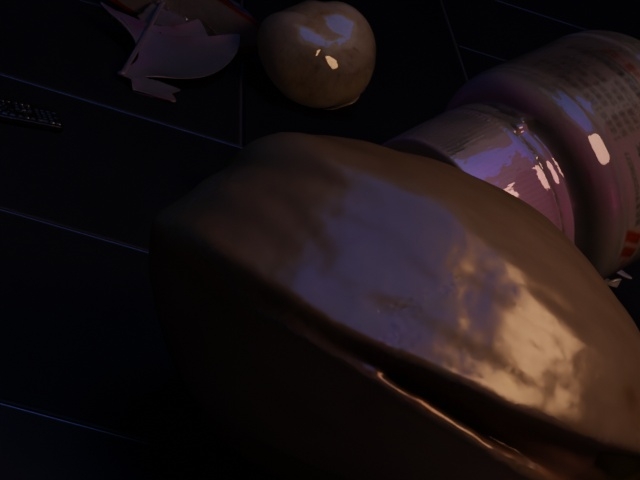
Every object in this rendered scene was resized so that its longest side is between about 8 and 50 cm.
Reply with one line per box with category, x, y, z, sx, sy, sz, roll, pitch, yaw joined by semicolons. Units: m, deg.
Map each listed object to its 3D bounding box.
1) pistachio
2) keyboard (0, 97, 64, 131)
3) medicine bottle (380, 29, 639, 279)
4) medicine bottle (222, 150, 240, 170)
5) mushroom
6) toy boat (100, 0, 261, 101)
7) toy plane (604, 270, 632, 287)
pistachio;0.068;0.079;1.405;0.445;0.281;0.365;28;7;-15
keyboard;-0.342;-0.139;1.843;0.155;0.010;0.053;9;24;-25
medicine bottle;0.213;-0.059;1.780;0.302;0.241;0.241;-26;47;-33
medicine bottle;0.000;0.000;1.737;0.111;0.076;0.309;4;29;-40
mushroom;-0.007;-0.229;2.204;0.154;0.122;0.154;9;64;-19
toy boat;-0.159;-0.250;2.181;0.219;0.072;0.318;8;29;-21
toy plane;0.257;0.006;1.955;0.171;0.065;0.162;7;27;-26
